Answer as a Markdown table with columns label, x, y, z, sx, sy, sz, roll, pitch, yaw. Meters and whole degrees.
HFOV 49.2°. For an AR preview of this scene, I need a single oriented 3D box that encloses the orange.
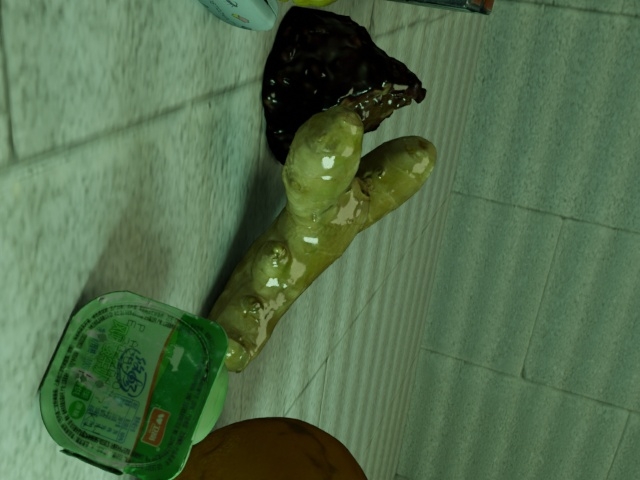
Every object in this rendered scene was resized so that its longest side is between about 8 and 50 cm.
| label | x | y | z | sx | sy | sz | roll | pitch | yaw |
| --- | --- | --- | --- | --- | --- | --- | --- | --- | --- |
| orange | -0.071 | 0.368 | 0.841 | 0.312 | 0.311 | 0.312 | 15 | 90 | -72 |

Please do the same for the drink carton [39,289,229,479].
| label | x | y | z | sx | sy | sz | roll | pitch | yaw |
| --- | --- | --- | --- | --- | --- | --- | --- | --- | --- |
| drink carton | -0.159 | 0.138 | 0.662 | 0.142 | 0.144 | 0.146 | 74 | 35 | -75 |

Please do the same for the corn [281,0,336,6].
| label | x | y | z | sx | sy | sz | roll | pitch | yaw |
| --- | --- | --- | --- | --- | --- | --- | --- | --- | --- |
| corn | -0.001 | -0.321 | 0.660 | 0.345 | 0.131 | 0.131 | -82 | 176 | -56 |

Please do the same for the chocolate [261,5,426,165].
| label | x | y | z | sx | sy | sz | roll | pitch | yaw |
| --- | --- | --- | --- | --- | --- | --- | --- | --- | --- |
| chocolate | 0.045 | -0.187 | 0.925 | 0.224 | 0.176 | 0.207 | -31 | 134 | -63 |

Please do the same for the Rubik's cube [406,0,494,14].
| label | x | y | z | sx | sy | sz | roll | pitch | yaw |
| --- | --- | --- | --- | --- | --- | --- | --- | --- | --- |
| Rubik's cube | 0.150 | -0.439 | 0.985 | 0.207 | 0.204 | 0.205 | -33 | 135 | -62 |

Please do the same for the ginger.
| label | x | y | z | sx | sy | sz | roll | pitch | yaw |
| --- | --- | --- | --- | --- | --- | --- | --- | --- | --- |
| ginger | -0.007 | -0.012 | 0.920 | 0.348 | 0.122 | 0.363 | -52 | 171 | 17 |

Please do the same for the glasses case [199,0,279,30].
| label | x | y | z | sx | sy | sz | roll | pitch | yaw |
| --- | --- | --- | --- | --- | --- | --- | --- | --- | --- |
| glasses case | -0.091 | -0.242 | 0.638 | 0.178 | 0.067 | 0.045 | 34 | 73 | -71 |
